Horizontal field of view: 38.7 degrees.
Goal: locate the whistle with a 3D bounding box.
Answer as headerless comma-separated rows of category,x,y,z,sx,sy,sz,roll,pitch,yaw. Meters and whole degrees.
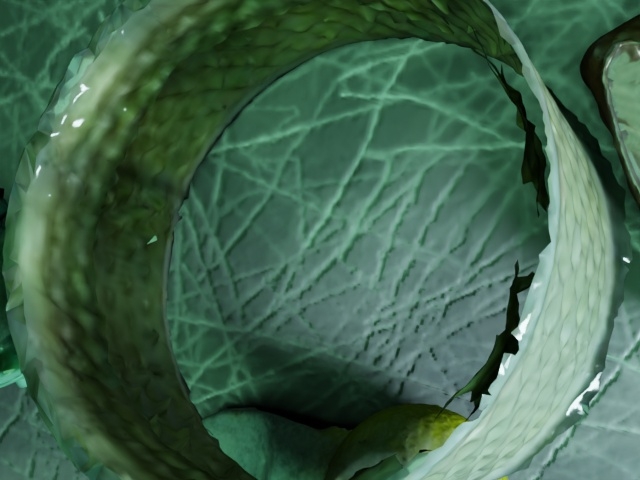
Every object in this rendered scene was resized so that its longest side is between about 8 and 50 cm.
whistle,0.022,0.148,0.541,0.223,0.123,0.122,9,104,31

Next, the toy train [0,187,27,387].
toy train,-0.269,0.074,0.485,0.194,0.298,0.120,-19,102,22

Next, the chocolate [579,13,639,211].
chocolate,0.234,-0.030,0.449,0.148,0.093,0.214,-24,94,18

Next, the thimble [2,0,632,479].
thimble,0.000,0.000,0.432,0.271,0.150,0.270,-5,77,24
